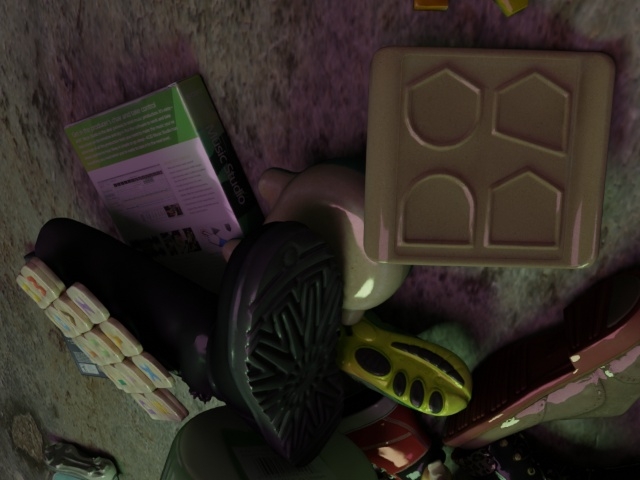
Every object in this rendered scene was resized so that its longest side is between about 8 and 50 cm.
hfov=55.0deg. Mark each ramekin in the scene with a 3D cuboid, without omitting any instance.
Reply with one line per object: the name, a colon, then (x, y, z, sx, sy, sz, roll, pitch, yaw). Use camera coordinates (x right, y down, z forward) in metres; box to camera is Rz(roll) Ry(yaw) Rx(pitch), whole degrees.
ramekin: (-0.069, 0.340, 0.790, 0.304, 0.303, 0.148, 20, 103, 17)

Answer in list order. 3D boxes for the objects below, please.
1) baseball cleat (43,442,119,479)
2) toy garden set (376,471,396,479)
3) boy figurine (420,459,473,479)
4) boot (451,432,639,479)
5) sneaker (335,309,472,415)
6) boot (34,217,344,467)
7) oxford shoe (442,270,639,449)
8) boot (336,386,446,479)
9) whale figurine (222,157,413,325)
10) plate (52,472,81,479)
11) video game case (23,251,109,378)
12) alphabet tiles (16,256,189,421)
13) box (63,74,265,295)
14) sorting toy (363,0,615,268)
baseball cleat: (-0.548, 0.532, 1.415, 0.206, 0.072, 0.109, 8, 128, 29)
toy garden set: (0.117, 0.486, 1.039, 0.204, 0.049, 0.244, -35, 98, 38)
boy figurine: (0.188, 0.388, 0.829, 0.092, 0.177, 0.285, -22, 154, 4)
boot: (0.305, 0.305, 0.808, 0.178, 0.085, 0.236, 45, 129, 0)
sneaker: (0.062, 0.145, 0.816, 0.296, 0.109, 0.123, 31, 166, 28)
boot: (-0.189, 0.060, 0.770, 0.445, 0.146, 0.366, 27, 138, 30)
oxford shoe: (0.282, 0.182, 0.724, 0.130, 0.123, 0.348, 37, 132, -6)
boot: (0.063, 0.330, 0.954, 0.244, 0.088, 0.176, -30, 103, 34)
whale figurine: (0.000, 0.000, 0.756, 0.272, 0.141, 0.216, -24, 102, 43)
plate: (-0.584, 0.635, 1.525, 0.188, 0.024, 0.188, 14, 124, 22)
video game case: (-0.423, 0.144, 1.141, 0.196, 0.026, 0.274, -1, 117, 29)
alphabet tiles: (-0.295, 0.141, 0.826, 0.284, 0.021, 0.278, 49, 149, -12)
box: (-0.204, -0.051, 0.885, 0.233, 0.058, 0.321, -9, 115, 32)
sorting toy: (0.161, -0.127, 0.602, 0.229, 0.041, 0.306, 2, 98, 3)
